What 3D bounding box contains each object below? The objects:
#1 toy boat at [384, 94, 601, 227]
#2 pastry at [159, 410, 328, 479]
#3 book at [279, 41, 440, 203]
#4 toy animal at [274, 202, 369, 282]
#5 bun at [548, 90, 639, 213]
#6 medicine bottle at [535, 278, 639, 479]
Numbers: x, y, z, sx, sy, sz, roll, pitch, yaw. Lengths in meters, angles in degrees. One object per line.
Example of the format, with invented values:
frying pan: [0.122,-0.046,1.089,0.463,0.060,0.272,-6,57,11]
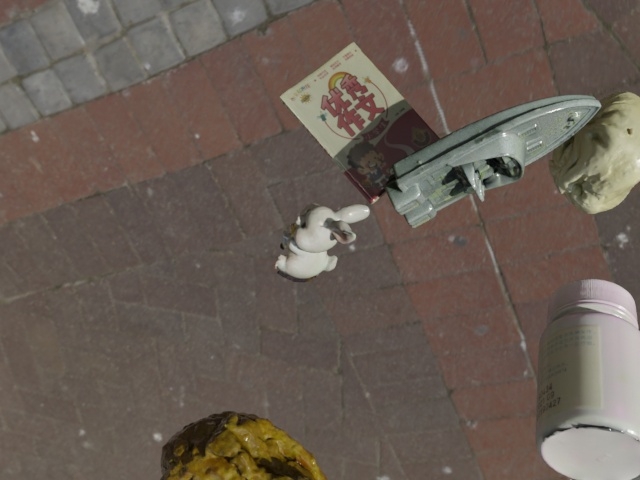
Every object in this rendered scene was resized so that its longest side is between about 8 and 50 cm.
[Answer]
toy boat: [0.251,-0.124,1.022,0.319,0.092,0.141,-27,153,15]
pastry: [-0.096,0.322,0.901,0.240,0.132,0.235,21,119,12]
book: [0.068,-0.193,1.143,0.232,0.162,0.022,50,166,6]
toy animal: [-0.006,-0.003,0.874,0.085,0.071,0.124,30,132,2]
bun: [0.496,-0.158,1.256,0.145,0.229,0.229,11,125,-11]
medicine bottle: [0.547,0.273,1.414,0.213,0.379,0.214,11,136,10]
